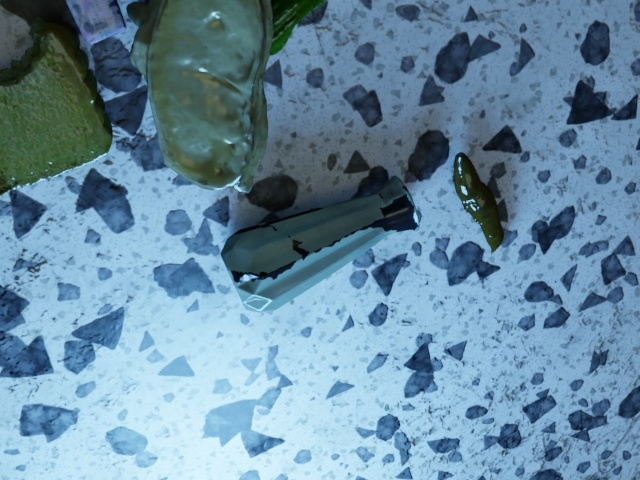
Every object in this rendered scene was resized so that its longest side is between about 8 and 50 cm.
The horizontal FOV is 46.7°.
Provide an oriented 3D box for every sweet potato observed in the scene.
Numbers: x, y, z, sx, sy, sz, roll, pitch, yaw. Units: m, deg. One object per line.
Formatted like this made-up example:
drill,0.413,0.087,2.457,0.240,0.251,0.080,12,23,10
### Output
sweet potato,0.319,-0.071,1.480,0.067,0.067,0.274,-31,124,1

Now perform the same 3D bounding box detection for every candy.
candy,-0.357,-0.389,1.126,0.073,0.092,0.160,-24,117,-8

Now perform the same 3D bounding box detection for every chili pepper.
chili pepper,-0.058,-0.372,1.213,0.253,0.099,0.083,-37,109,4

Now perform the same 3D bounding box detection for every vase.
vase,0.000,0.000,1.384,0.360,0.165,0.165,-25,119,-7

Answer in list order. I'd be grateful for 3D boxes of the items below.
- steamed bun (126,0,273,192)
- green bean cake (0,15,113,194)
steamed bun,-0.192,-0.292,1.141,0.247,0.189,0.428,4,125,-1
green bean cake,-0.468,-0.216,1.165,0.236,0.124,0.233,-20,119,-5
